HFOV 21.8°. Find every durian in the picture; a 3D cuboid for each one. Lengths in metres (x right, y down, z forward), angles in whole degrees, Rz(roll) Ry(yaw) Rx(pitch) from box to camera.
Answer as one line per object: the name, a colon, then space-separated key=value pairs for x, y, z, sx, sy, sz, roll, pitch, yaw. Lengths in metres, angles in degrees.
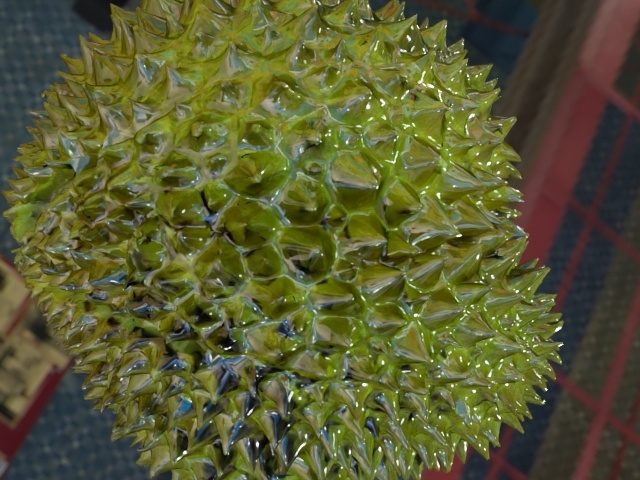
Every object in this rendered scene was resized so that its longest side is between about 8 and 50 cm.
durian: x=-0.002 y=0.006 z=0.520 sx=0.146 sy=0.198 sz=0.159 roll=-24 pitch=-149 yaw=37
